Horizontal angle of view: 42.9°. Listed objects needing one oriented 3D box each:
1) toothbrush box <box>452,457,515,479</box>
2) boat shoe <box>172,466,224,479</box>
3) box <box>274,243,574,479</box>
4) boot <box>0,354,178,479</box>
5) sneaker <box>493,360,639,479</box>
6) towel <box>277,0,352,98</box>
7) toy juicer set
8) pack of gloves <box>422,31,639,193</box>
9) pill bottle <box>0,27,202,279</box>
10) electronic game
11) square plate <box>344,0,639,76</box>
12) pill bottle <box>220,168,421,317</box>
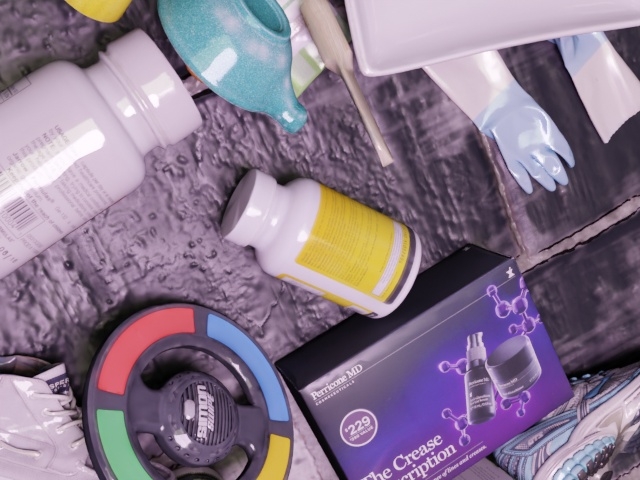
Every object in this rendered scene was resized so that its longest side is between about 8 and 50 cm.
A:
[{"bbox_3d":[0.182,0.401,0.877,0.122,0.206,0.283,-17,104,-15],"label":"toothbrush box"},{"bbox_3d":[-0.226,0.333,0.789,0.320,0.099,0.116,-28,106,-12],"label":"boat shoe"},{"bbox_3d":[0.113,0.149,0.871,0.261,0.103,0.184,-31,104,-11],"label":"box"},{"bbox_3d":[-0.243,0.176,0.746,0.258,0.095,0.123,12,93,-7],"label":"boot"},{"bbox_3d":[0.310,0.190,0.937,0.283,0.122,0.110,-28,132,-35],"label":"sneaker"},{"bbox_3d":[-0.048,-0.221,0.797,0.113,0.023,0.152,-47,109,-5],"label":"towel"},{"bbox_3d":[-0.080,-0.196,0.708,0.089,0.209,0.329,-36,133,29],"label":"toy juicer set"},{"bbox_3d":[0.250,-0.177,0.890,0.195,0.046,0.232,-46,109,-7],"label":"pack of gloves"},{"bbox_3d":[-0.225,-0.080,0.704,0.229,0.131,0.131,-36,108,-9],"label":"pill bottle"},{"bbox_3d":[-0.116,0.166,0.764,0.229,0.048,0.229,25,51,-34],"label":"electronic game"},{"bbox_3d":[0.156,-0.354,0.803,0.347,0.049,0.343,-14,92,-16],"label":"square plate"},{"bbox_3d":[0.000,0.000,0.806,0.184,0.103,0.103,25,90,-20],"label":"pill bottle"}]
